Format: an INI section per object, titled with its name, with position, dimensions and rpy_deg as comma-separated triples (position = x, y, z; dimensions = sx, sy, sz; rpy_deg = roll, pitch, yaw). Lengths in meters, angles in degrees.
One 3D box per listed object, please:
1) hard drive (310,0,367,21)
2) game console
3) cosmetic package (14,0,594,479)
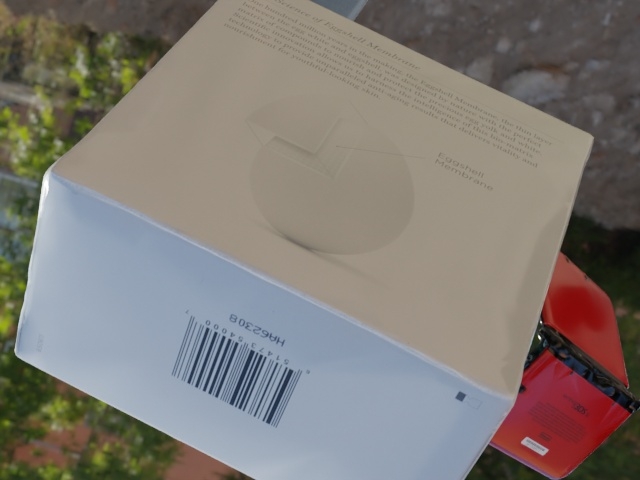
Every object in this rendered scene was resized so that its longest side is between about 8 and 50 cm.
[hard drive]
position = -0.032, -0.176, 0.930
dimensions = 0.094, 0.135, 0.022
rpy_deg = 33, -165, -8
[game console]
position = 0.156, 0.084, 0.792
dimensions = 0.144, 0.124, 0.085
rpy_deg = 34, -167, -46
[cosmetic package]
position = 0.000, 0.000, 0.600
dimensions = 0.224, 0.138, 0.225
rpy_deg = 27, -138, 4
